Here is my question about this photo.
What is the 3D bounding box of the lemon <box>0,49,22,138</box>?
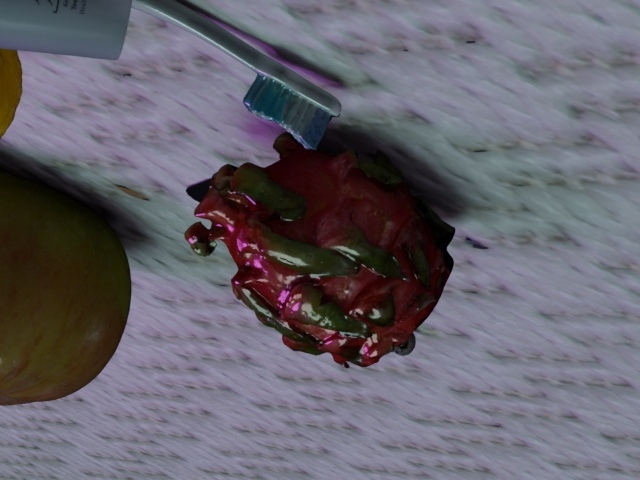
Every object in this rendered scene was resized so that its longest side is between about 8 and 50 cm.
[{"bbox_3d":[-0.297,-0.115,1.437,0.187,0.142,0.142,-1,151,45],"label":"lemon"}]

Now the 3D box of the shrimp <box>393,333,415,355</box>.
[{"bbox_3d":[0.049,0.071,1.755,0.038,0.029,0.092,15,157,43],"label":"shrimp"}]

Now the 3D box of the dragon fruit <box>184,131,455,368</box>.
[{"bbox_3d":[0.000,0.000,1.446,0.172,0.160,0.166,42,-167,-14],"label":"dragon fruit"}]

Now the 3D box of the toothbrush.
[{"bbox_3d":[-0.168,-0.178,1.294,0.418,0.040,0.042,31,176,-13],"label":"toothbrush"}]

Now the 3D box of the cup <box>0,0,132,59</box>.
[{"bbox_3d":[-0.175,-0.166,1.242,0.116,0.104,0.074,8,-179,-12],"label":"cup"}]

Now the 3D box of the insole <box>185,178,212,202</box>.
[{"bbox_3d":[-0.061,-0.041,1.598,0.053,0.002,0.152,30,159,-24],"label":"insole"}]

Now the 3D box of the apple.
[{"bbox_3d":[-0.299,0.044,1.794,0.260,0.194,0.261,18,163,6],"label":"apple"}]
